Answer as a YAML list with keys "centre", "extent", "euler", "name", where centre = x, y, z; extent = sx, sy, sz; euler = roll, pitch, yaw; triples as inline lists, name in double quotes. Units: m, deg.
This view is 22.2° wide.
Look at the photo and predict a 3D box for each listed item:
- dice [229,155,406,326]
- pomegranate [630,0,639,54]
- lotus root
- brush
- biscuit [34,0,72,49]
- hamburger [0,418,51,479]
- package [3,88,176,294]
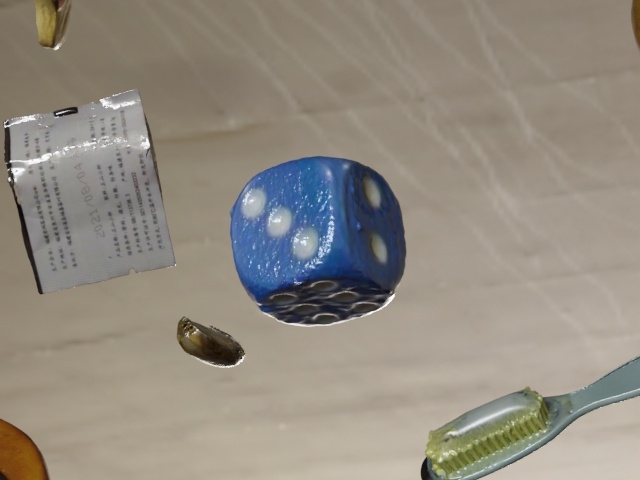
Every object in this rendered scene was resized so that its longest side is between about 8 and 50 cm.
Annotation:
- centre: [0.000, 0.000, 1.705]
  extent: [0.146, 0.146, 0.143]
  euler: [-19, -25, 30]
  name: "dice"
- centre: [0.516, -0.298, 2.105]
  extent: [0.248, 0.248, 0.248]
  euler: [-4, -21, -2]
  name: "pomegranate"
- centre: [-0.099, 0.098, 1.478]
  extent: [0.030, 0.037, 0.083]
  euler: [-53, -38, 7]
  name: "lotus root"
- centre: [0.226, 0.164, 1.642]
  extent: [0.297, 0.068, 0.060]
  euler: [-26, -52, 7]
  name: "brush"
- centre: [-0.245, -0.282, 1.451]
  extent: [0.030, 0.153, 0.234]
  euler: [1, -37, 4]
  name: "biscuit"
- centre: [-0.452, 0.362, 1.966]
  extent: [0.291, 0.291, 0.225]
  euler: [-3, -44, -5]
  name: "hamburger"
- centre: [-0.322, -0.066, 2.258]
  extent: [0.204, 0.251, 0.062]
  euler: [-12, 1, 2]
  name: "package"
